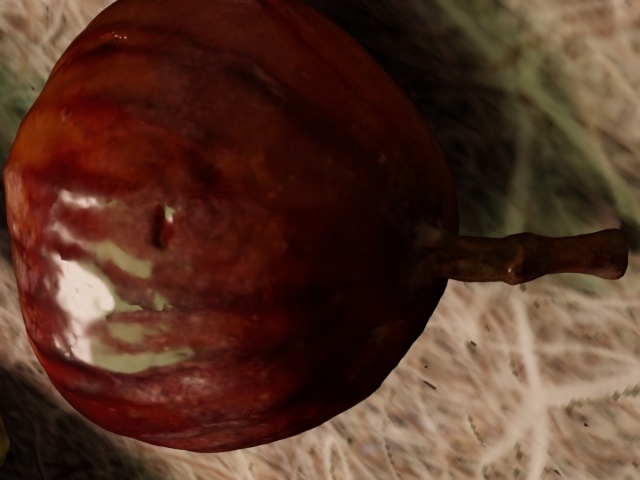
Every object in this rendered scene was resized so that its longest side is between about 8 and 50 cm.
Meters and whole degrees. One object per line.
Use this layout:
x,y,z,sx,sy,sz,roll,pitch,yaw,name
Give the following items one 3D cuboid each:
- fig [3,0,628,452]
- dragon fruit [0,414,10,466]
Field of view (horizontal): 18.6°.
-0.014,0.004,0.524,0.150,0.128,0.128,39,150,-1,fig
-0.259,-0.022,0.697,0.227,0.243,0.307,-81,-27,-80,dragon fruit
